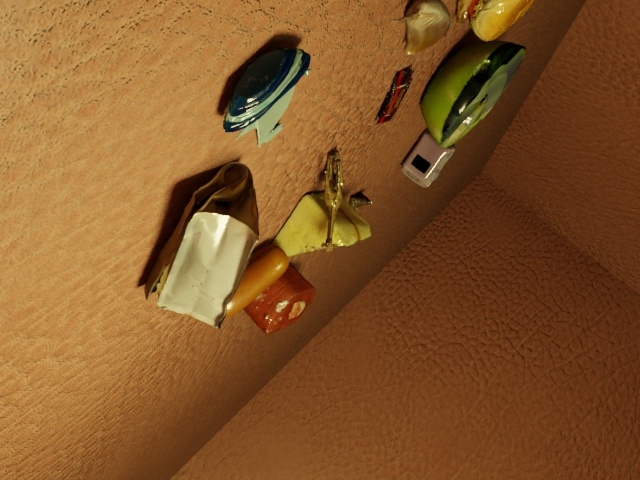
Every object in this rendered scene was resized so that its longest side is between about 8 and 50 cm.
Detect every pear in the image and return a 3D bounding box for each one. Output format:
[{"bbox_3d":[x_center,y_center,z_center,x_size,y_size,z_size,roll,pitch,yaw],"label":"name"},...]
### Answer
[{"bbox_3d":[0.468,-0.502,1.980,0.399,0.165,0.399,-45,165,-15],"label":"pear"}]

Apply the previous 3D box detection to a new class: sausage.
[{"bbox_3d":[-0.200,0.110,1.705,0.274,0.105,0.105,-39,163,-30],"label":"sausage"}]

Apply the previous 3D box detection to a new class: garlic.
[{"bbox_3d":[0.242,-0.520,1.444,0.128,0.091,0.198,-38,172,9],"label":"garlic"}]

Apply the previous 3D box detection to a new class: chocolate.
[{"bbox_3d":[0.209,-0.409,1.740,0.086,0.028,0.183,-27,154,-38],"label":"chocolate"}]

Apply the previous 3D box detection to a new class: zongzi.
[{"bbox_3d":[0.149,-0.140,2.160,0.083,0.073,0.067,-40,145,-34],"label":"zongzi"}]

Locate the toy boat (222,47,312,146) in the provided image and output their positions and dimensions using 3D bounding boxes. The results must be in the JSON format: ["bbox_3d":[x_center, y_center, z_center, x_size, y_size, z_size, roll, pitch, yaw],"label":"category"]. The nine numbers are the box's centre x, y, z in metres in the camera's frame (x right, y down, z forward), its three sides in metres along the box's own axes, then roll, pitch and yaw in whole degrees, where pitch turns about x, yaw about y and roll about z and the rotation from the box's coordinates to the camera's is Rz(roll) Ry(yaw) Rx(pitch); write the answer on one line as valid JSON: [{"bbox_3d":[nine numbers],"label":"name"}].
[{"bbox_3d":[-0.096,-0.251,1.185,0.220,0.067,0.291,-46,168,-12],"label":"toy boat"}]

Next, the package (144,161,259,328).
[{"bbox_3d":[-0.255,0.010,1.274,0.164,0.222,0.311,8,135,-25],"label":"package"}]

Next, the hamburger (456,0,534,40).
[{"bbox_3d":[0.479,-0.656,1.626,0.244,0.163,0.244,-47,166,-15],"label":"hamburger"}]

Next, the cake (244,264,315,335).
[{"bbox_3d":[-0.129,0.192,2.035,0.177,0.151,0.283,-51,161,24],"label":"cake"}]

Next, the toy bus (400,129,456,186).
[{"bbox_3d":[0.414,-0.315,2.361,0.203,0.142,0.142,-57,169,25],"label":"toy bus"}]

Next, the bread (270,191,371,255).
[{"bbox_3d":[0.000,0.000,1.872,0.236,0.198,0.263,-47,166,22],"label":"bread"}]

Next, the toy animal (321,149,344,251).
[{"bbox_3d":[0.032,-0.112,1.686,0.149,0.054,0.276,-57,151,-76],"label":"toy animal"}]
